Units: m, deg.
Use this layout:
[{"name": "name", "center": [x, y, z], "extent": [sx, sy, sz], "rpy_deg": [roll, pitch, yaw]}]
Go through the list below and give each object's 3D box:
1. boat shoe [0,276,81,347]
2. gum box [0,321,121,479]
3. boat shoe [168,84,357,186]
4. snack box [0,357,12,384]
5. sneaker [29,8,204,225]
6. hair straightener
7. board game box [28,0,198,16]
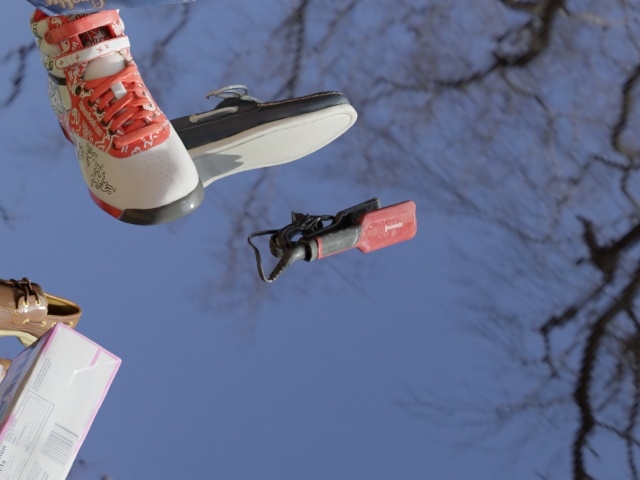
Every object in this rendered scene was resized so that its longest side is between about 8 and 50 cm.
[{"name": "boat shoe", "center": [-0.306, 0.062, 1.822], "extent": [0.060, 0.178, 0.064], "rpy_deg": [-40, -122, 12]}, {"name": "gum box", "center": [-0.236, 0.168, 1.414], "extent": [0.107, 0.062, 0.188], "rpy_deg": [-34, -153, 54]}, {"name": "boat shoe", "center": [-0.091, -0.110, 1.860], "extent": [0.254, 0.095, 0.079], "rpy_deg": [-20, -115, 8]}, {"name": "snack box", "center": [-0.342, 0.203, 1.806], "extent": [0.022, 0.064, 0.178], "rpy_deg": [159, -58, -75]}, {"name": "sneaker", "center": [-0.191, -0.127, 1.625], "extent": [0.090, 0.145, 0.270], "rpy_deg": [-21, -145, -15]}, {"name": "hair straightener", "center": [0.000, 0.000, 1.748], "extent": [0.089, 0.230, 0.047], "rpy_deg": [6, -71, 33]}, {"name": "board game box", "center": [-0.100, -0.254, 1.335], "extent": [0.243, 0.042, 0.165], "rpy_deg": [0, -114, 33]}]
